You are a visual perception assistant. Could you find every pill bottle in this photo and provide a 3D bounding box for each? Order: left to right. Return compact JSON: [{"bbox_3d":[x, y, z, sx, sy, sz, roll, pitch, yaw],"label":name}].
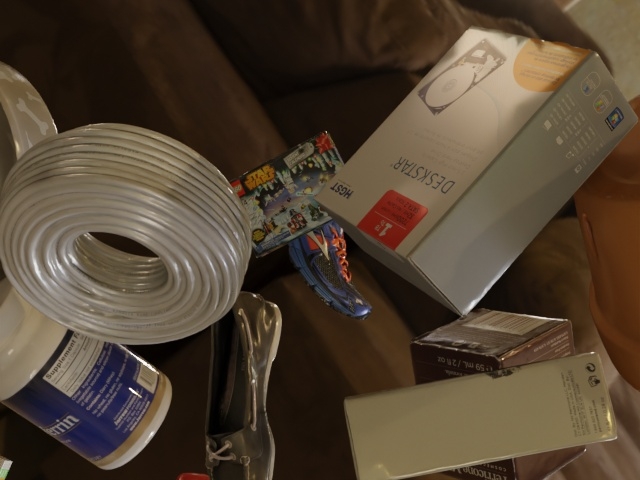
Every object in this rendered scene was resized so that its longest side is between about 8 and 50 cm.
[{"bbox_3d":[-0.340,0.173,1.232,0.264,0.153,0.153,42,23,-24],"label":"pill bottle"}]

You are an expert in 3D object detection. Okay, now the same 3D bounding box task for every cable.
[{"bbox_3d":[-0.200,0.001,0.940,0.257,0.257,0.089,67,23,-44],"label":"cable"}]

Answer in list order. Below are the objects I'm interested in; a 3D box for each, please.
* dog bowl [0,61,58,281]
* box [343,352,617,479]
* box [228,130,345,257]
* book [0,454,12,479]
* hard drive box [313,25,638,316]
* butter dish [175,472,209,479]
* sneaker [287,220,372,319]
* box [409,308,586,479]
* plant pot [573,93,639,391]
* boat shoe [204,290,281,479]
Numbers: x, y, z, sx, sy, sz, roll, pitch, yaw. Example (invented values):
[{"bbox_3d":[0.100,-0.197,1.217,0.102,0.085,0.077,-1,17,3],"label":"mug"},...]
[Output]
[{"bbox_3d":[-0.486,-0.092,1.251,0.349,0.348,0.102,56,30,11],"label":"dog bowl"},{"bbox_3d":[0.166,0.192,1.011,0.113,0.275,0.094,85,-5,-81],"label":"box"},{"bbox_3d":[-0.032,-0.052,1.062,0.094,0.137,0.027,63,8,4],"label":"box"},{"bbox_3d":[-0.442,0.315,1.119,0.096,0.144,0.035,19,-12,20],"label":"book"},{"bbox_3d":[0.133,-0.071,0.840,0.089,0.232,0.181,44,-6,-32],"label":"hard drive box"},{"bbox_3d":[-0.230,0.492,1.755,0.159,0.160,0.118,18,34,-9],"label":"butter dish"},{"bbox_3d":[0.000,0.000,1.137,0.221,0.087,0.083,56,4,9],"label":"sneaker"},{"bbox_3d":[0.253,0.221,1.325,0.167,0.168,0.203,-19,104,-39],"label":"box"},{"bbox_3d":[0.358,-0.021,0.839,0.203,0.290,0.291,55,18,-23],"label":"plant pot"},{"bbox_3d":[-0.127,0.234,1.332,0.095,0.112,0.335,24,61,-42],"label":"boat shoe"}]
